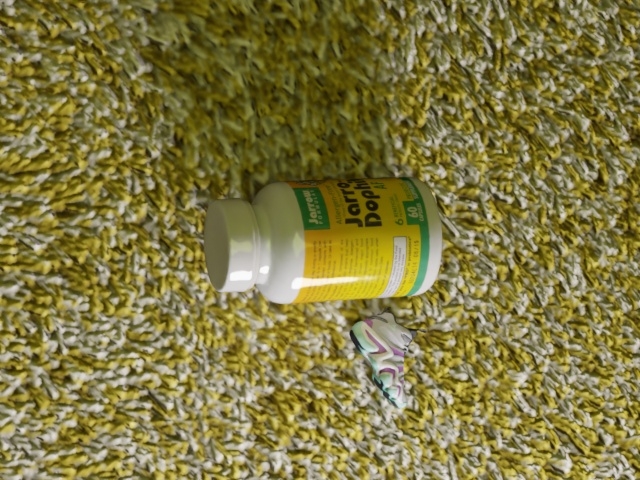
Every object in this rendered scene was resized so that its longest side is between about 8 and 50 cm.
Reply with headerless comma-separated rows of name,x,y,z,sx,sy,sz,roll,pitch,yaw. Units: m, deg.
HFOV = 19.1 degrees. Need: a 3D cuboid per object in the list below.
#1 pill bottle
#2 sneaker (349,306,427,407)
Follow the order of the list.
pill bottle,0.000,0.000,1.806,0.208,0.117,0.118,-3,97,-19
sneaker,0.079,0.112,1.889,0.069,0.038,0.098,-32,106,-14
